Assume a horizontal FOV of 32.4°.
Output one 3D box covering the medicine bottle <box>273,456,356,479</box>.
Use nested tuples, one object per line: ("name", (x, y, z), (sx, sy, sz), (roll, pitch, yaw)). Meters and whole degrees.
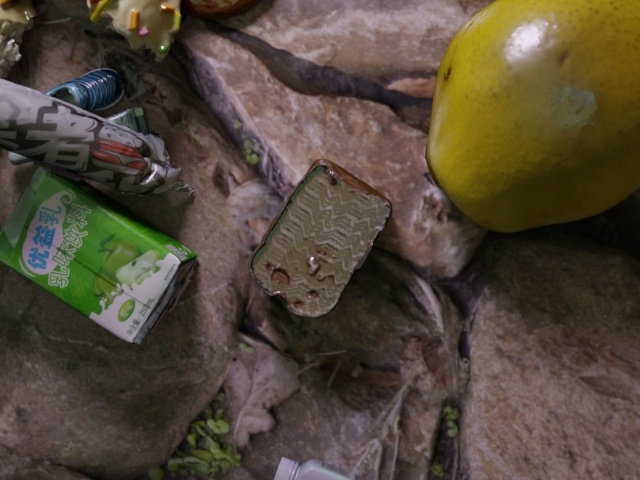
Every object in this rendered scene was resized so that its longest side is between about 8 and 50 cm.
("medicine bottle", (-0.012, 0.372, 1.667), (0.118, 0.055, 0.074), (19, 97, 2))

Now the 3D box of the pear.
("pear", (0.320, -0.186, 1.525), (0.340, 0.191, 0.386), (38, 96, 2))

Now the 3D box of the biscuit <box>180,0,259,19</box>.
("biscuit", (-0.161, -0.431, 1.628), (0.212, 0.036, 0.212), (1, 95, 7))

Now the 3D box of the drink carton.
("drink carton", (-0.331, 0.019, 1.643), (0.271, 0.108, 0.161), (33, 97, 2))

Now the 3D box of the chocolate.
("chocolate", (0.000, 0.000, 1.619), (0.148, 0.093, 0.214), (34, 96, 3))

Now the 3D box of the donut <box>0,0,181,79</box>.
("donut", (-0.391, -0.381, 1.584), (0.371, 0.150, 0.307), (-10, 90, 13))

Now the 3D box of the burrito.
("burrito", (-0.373, -0.152, 1.566), (0.446, 0.139, 0.101), (21, 81, -22))

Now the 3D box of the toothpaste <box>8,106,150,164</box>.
("toothpaste", (-0.366, -0.149, 1.670), (0.216, 0.037, 0.061), (-14, 93, 2))

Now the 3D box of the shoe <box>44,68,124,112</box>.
("shoe", (-0.362, -0.215, 1.647), (0.143, 0.071, 0.063), (-23, 93, 3))
